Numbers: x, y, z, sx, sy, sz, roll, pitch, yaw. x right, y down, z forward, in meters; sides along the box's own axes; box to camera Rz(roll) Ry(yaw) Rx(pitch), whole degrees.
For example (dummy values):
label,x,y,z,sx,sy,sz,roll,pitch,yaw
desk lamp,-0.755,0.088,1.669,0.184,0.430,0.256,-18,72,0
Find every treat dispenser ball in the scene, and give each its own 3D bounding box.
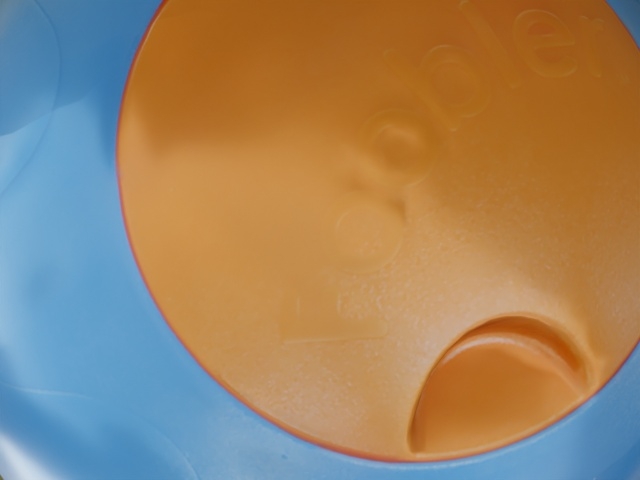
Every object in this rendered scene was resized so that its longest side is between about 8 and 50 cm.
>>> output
label,x,y,z,sx,sy,sz,roll,pitch,yaw
treat dispenser ball,0.000,0.000,0.643,0.288,0.288,0.288,24,153,13
